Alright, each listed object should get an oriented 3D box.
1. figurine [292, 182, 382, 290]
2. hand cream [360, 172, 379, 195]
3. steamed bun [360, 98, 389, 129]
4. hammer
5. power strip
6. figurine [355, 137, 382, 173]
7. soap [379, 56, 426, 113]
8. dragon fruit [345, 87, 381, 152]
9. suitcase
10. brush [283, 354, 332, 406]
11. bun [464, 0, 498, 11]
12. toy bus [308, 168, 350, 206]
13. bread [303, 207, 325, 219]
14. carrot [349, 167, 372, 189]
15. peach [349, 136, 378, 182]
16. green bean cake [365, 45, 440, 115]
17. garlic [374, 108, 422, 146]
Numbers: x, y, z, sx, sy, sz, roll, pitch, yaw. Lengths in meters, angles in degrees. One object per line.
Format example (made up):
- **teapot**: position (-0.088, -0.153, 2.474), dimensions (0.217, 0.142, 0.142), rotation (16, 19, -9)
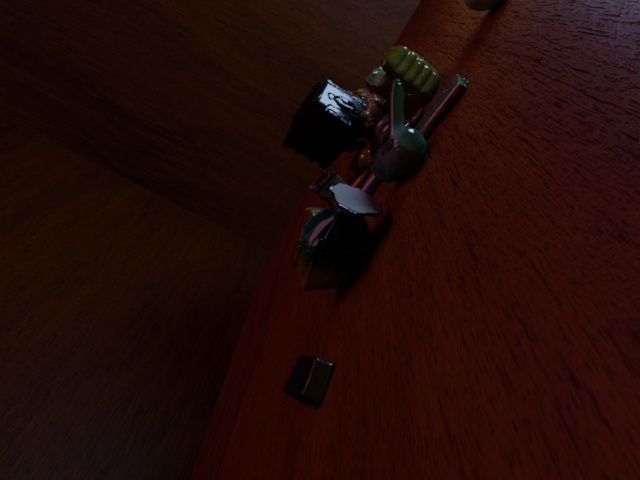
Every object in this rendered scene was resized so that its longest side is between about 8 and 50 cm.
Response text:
- **figurine**: position (0.046, 0.010, 1.377), dimensions (0.324, 0.232, 0.339), rotation (-33, -27, -56)
- **hand cream**: position (0.180, -0.198, 1.665), dimensions (0.255, 0.048, 0.079), rotation (-58, 10, 14)
- **steamed bun**: position (0.256, -0.485, 1.742), dimensions (0.106, 0.178, 0.192), rotation (-49, 3, 16)
- **hammer**: position (0.247, -0.364, 1.383), dimensions (0.206, 0.119, 0.335), rotation (145, 131, -64)
- **power strip**: position (0.359, -0.395, 1.357), dimensions (0.268, 0.034, 0.092), rotation (-53, 14, 39)
- **figurine**: position (0.194, -0.361, 1.845), dimensions (0.156, 0.115, 0.095), rotation (-62, 0, 12)
- **soap**: position (0.346, -0.659, 1.914), dimensions (0.273, 0.098, 0.218), rotation (-66, 11, -18)
- **dragon fruit**: position (0.172, -0.619, 2.120), dimensions (0.262, 0.296, 0.314), rotation (-51, 15, -27)
- **suitcase**: position (0.023, -0.509, 1.945), dimensions (0.434, 0.283, 0.194), rotation (-33, 32, 62)
- **brush**: position (-0.037, 0.382, 1.199), dimensions (0.123, 0.059, 0.197), rotation (-64, 11, -21)
- **bun**: position (0.546, -0.810, 1.364), dimensions (0.188, 0.111, 0.163), rotation (-49, 34, 39)
- **toy bus**: position (0.052, -0.246, 2.081), dimensions (0.133, 0.165, 0.276), rotation (-47, 12, 2)
- **bread**: position (0.000, 0.000, 1.674), dimensions (0.263, 0.199, 0.235), rotation (-119, 50, -79)
- **carrot**: position (0.156, -0.220, 1.817), dimensions (0.205, 0.072, 0.072), rotation (-52, 13, 16)
- **peach**: position (0.205, -0.395, 1.999), dimensions (0.279, 0.068, 0.189), rotation (-59, 13, 15)
- **green bean cake**: position (0.305, -0.602, 1.621), dimensions (0.124, 0.233, 0.236), rotation (-57, 11, -5)
- **garlic**: position (0.285, -0.415, 1.577), dimensions (0.194, 0.127, 0.131), rotation (-34, 19, 26)
